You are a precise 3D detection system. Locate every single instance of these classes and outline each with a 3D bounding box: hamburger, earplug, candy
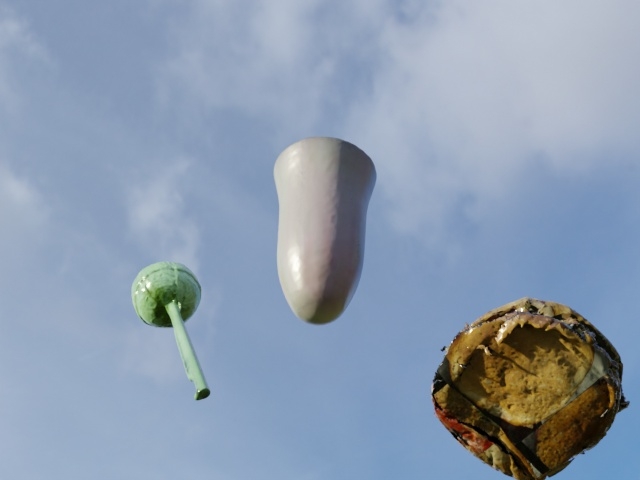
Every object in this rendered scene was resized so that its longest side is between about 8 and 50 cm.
[{"bbox_3d":[0.250,0.175,1.056,0.231,0.107,0.230,4,-74,15],"label":"hamburger"},{"bbox_3d":[0.000,0.000,1.349,0.172,0.301,0.172,2,-42,2],"label":"earplug"},{"bbox_3d":[-0.219,0.138,1.359,0.119,0.440,0.119,-5,-72,-17],"label":"candy"}]
